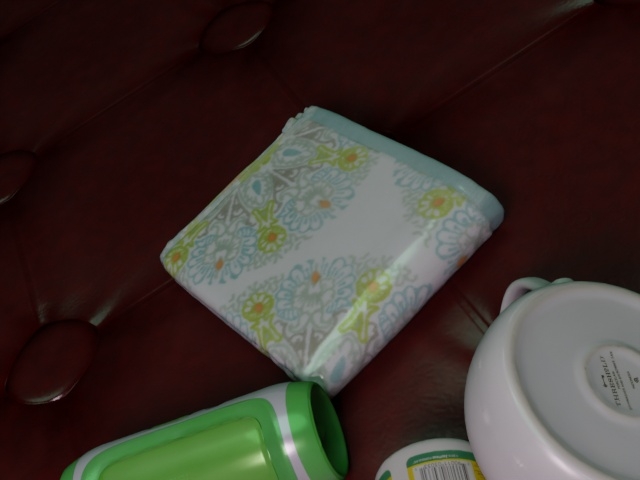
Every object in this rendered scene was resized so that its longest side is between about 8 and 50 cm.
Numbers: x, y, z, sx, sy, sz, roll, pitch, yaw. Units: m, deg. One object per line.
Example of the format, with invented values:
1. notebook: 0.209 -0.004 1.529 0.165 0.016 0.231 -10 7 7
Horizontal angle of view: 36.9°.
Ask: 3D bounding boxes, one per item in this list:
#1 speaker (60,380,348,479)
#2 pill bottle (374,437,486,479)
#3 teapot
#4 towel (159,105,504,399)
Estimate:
1. speaker: -0.125 0.249 1.032 0.296 0.131 0.131 -21 44 11
2. pill bottle: 0.120 0.294 0.856 0.117 0.118 0.208 -22 43 11
3. teapot: 0.232 0.170 0.866 0.252 0.187 0.256 34 51 14
4. towel: 0.000 0.000 1.222 0.320 0.090 0.374 -47 45 -11
